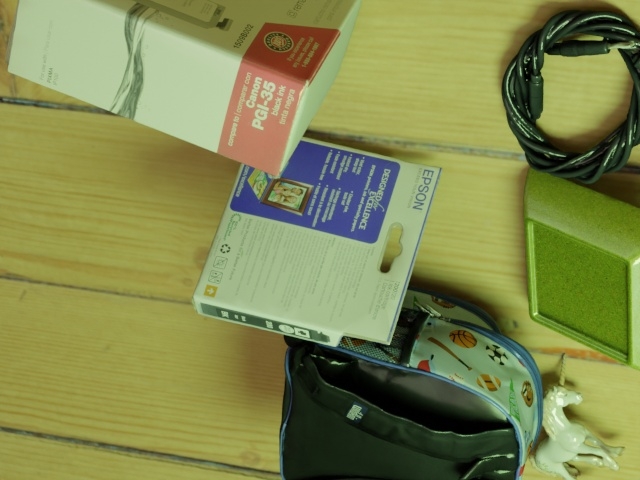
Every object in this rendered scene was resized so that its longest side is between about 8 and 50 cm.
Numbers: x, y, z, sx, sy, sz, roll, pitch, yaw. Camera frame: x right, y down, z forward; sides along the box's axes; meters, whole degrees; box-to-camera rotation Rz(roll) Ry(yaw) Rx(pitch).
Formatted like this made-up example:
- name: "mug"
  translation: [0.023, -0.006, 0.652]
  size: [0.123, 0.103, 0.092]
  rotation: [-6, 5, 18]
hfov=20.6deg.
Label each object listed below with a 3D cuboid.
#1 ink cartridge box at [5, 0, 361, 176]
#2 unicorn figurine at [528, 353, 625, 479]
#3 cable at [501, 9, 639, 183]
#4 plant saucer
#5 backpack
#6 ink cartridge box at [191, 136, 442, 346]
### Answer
- name: "ink cartridge box"
  translation: [-0.126, -0.202, 1.672]
  size: [0.283, 0.207, 0.117]
  rotation: [22, 129, 4]
- name: "unicorn figurine"
  translation: [0.274, 0.219, 1.928]
  size: [0.111, 0.060, 0.162]
  rotation: [27, 130, -1]
- name: "cable"
  translation: [0.245, -0.134, 1.686]
  size: [0.150, 0.047, 0.184]
  rotation: [37, 130, -8]
- name: "plant saucer"
  translation: [0.270, 0.041, 1.754]
  size: [0.188, 0.045, 0.188]
  rotation: [25, 136, 39]
- name: "backpack"
  translation: [0.103, 0.182, 1.872]
  size: [0.263, 0.213, 0.276]
  rotation: [19, 136, 17]
- name: "ink cartridge box"
  translation: [0.000, 0.000, 1.782]
  size: [0.208, 0.206, 0.045]
  rotation: [13, 156, 14]
